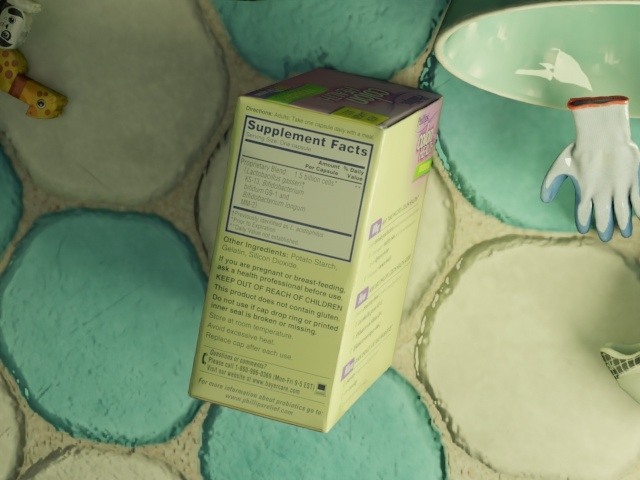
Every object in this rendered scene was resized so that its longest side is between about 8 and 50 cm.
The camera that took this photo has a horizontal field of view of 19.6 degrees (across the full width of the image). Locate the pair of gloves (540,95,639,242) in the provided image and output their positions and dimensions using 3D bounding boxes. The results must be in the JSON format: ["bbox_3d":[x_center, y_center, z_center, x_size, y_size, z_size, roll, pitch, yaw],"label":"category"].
[{"bbox_3d":[0.267,-0.053,1.443,0.198,0.023,0.159,-1,137,15],"label":"pair of gloves"}]

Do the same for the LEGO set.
[{"bbox_3d":[-0.282,-0.113,1.610,0.093,0.087,0.227,27,101,7],"label":"LEGO set"}]

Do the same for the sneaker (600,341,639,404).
[{"bbox_3d":[0.325,0.046,1.459,0.095,0.090,0.235,46,109,11],"label":"sneaker"}]

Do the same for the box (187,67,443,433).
[{"bbox_3d":[0.000,0.000,1.476,0.117,0.213,0.243,14,105,13],"label":"box"}]

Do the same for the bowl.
[{"bbox_3d":[0.243,-0.201,1.346,0.311,0.311,0.163,3,79,16],"label":"bowl"}]
